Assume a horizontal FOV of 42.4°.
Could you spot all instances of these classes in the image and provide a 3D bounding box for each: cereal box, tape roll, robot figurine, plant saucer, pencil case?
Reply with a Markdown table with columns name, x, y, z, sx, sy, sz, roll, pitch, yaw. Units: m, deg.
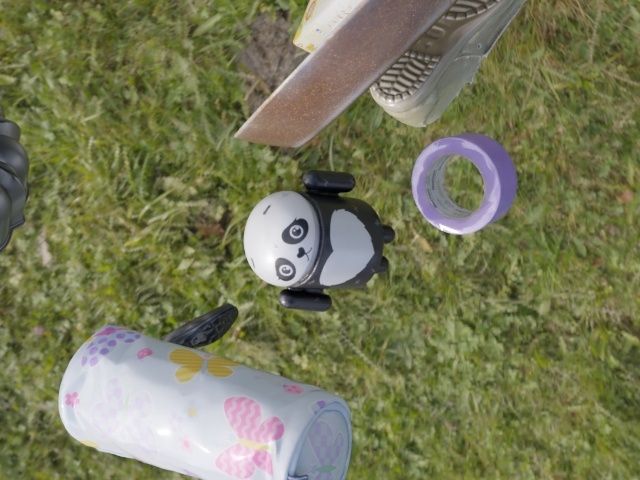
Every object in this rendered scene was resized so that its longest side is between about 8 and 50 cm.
| name | x | y | z | sx | sy | sz | roll | pitch | yaw |
| --- | --- | --- | --- | --- | --- | --- | --- | --- | --- |
| cereal box | 0.049 | -0.368 | 1.115 | 0.047 | 0.240 | 0.173 | 26 | 75 | -18 |
| tape roll | 0.277 | -0.111 | 1.598 | 0.189 | 0.080 | 0.189 | 12 | 111 | 33 |
| robot figurine | 0.001 | 0.002 | 1.459 | 0.278 | 0.209 | 0.173 | 5 | 151 | -38 |
| plant saucer | 0.028 | -0.100 | 0.388 | 0.029 | 0.168 | 0.168 | 45 | 115 | -7 |
| pencil case | -0.106 | 0.164 | 0.746 | 0.273 | 0.113 | 0.124 | 14 | 110 | 28 |

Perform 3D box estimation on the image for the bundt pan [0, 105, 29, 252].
| name | x | y | z | sx | sy | sz | roll | pitch | yaw |
| --- | --- | --- | --- | --- | --- | --- | --- | --- | --- |
| bundt pan | -0.573 | -0.117 | 1.182 | 0.331 | 0.331 | 0.124 | 38 | 138 | -8 |

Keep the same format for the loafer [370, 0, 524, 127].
| name | x | y | z | sx | sy | sz | roll | pitch | yaw |
| --- | --- | --- | --- | --- | --- | --- | --- | --- | --- |
| loafer | 0.160 | -0.245 | 0.999 | 0.102 | 0.092 | 0.268 | 35 | 78 | 30 |

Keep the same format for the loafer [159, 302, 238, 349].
| name | x | y | z | sx | sy | sz | roll | pitch | yaw |
| --- | --- | --- | --- | --- | --- | --- | --- | --- | --- |
| loafer | -0.226 | 0.160 | 1.475 | 0.170 | 0.061 | 0.062 | -33 | 138 | -17 |
